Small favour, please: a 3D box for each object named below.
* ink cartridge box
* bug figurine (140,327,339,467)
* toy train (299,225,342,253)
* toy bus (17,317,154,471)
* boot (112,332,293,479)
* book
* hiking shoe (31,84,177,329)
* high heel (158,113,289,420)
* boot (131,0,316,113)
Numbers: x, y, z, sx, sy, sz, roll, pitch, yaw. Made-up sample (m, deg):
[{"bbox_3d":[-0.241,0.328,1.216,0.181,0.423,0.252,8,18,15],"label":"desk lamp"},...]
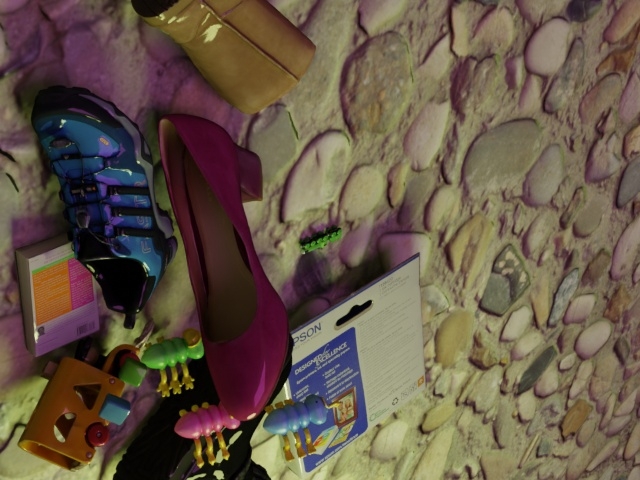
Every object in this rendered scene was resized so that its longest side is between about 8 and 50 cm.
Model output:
[{"bbox_3d":[0.048,0.197,1.700,0.304,0.072,0.307,-29,128,-29],"label":"ink cartridge box"},{"bbox_3d":[-0.115,0.175,1.372,0.216,0.279,0.072,-20,147,-18],"label":"bug figurine"},{"bbox_3d":[0.000,0.000,1.577,0.083,0.017,0.023,-24,138,-35],"label":"toy train"},{"bbox_3d":[-0.305,0.190,1.303,0.104,0.202,0.191,28,106,-15],"label":"toy bus"},{"bbox_3d":[-0.125,0.303,1.534,0.348,0.131,0.260,-48,135,-7],"label":"boot"},{"bbox_3d":[-0.324,0.065,1.276,0.096,0.035,0.144,-23,127,-39],"label":"book"},{"bbox_3d":[-0.248,-0.041,1.195,0.132,0.113,0.304,-82,157,-44],"label":"hiking shoe"},{"bbox_3d":[-0.142,0.032,1.275,0.181,0.127,0.377,23,54,-55],"label":"high heel"},{"bbox_3d":[-0.072,-0.282,1.220,0.236,0.089,0.269,-32,154,12],"label":"boot"}]
